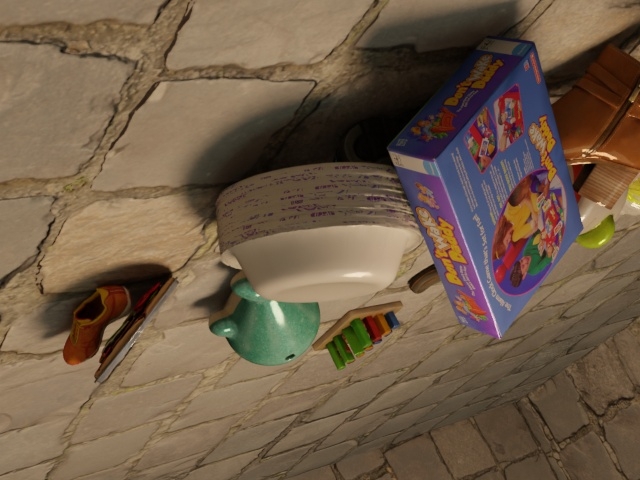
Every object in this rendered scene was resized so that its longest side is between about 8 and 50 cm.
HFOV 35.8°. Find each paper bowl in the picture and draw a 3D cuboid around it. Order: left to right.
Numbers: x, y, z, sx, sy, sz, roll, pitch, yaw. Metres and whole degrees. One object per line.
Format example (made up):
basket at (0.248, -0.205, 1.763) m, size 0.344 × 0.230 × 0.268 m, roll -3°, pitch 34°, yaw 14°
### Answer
paper bowl at (0.000, 0.000, 1.368) m, size 0.284 × 0.148 × 0.284 m, roll -4°, pitch 168°, yaw -1°

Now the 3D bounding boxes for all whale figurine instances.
whale figurine at (-0.082, 0.125, 1.686) m, size 0.216 × 0.141 × 0.272 m, roll -22°, pitch 158°, yaw -10°

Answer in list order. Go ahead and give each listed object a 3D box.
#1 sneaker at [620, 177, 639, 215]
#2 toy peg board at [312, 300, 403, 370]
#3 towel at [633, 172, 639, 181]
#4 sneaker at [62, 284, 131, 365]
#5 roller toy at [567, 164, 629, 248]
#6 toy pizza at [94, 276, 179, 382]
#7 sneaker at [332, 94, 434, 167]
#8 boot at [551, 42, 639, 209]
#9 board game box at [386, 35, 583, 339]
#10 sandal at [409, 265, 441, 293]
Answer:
sneaker at (0.671, -0.127, 2.047) m, size 0.091 × 0.126 × 0.240 m, roll 31°, pitch 161°, yaw -28°
toy peg board at (0.096, 0.217, 2.192) m, size 0.160 × 0.079 × 0.161 m, roll -7°, pitch 152°, yaw -41°
towel at (0.507, -0.069, 1.911) m, size 0.331 × 0.053 × 0.317 m, roll -31°, pitch 169°, yaw -48°
sneaker at (-0.354, 0.124, 1.496) m, size 0.067 × 0.064 × 0.175 m, roll 4°, pitch 133°, yaw -45°
roller toy at (0.402, -0.099, 1.664) m, size 0.146 × 0.209 × 0.191 m, roll -1°, pitch 109°, yaw -48°
toy pizza at (-0.287, 0.130, 1.506) m, size 0.201 × 0.032 × 0.201 m, roll -51°, pitch -174°, yaw 8°
sneaker at (0.139, -0.145, 1.414) m, size 0.267 × 0.101 × 0.106 m, roll -12°, pitch 169°, yaw -18°
boot at (0.384, -0.199, 1.496) m, size 0.220 × 0.283 × 0.109 m, roll -63°, pitch -176°, yaw 11°
board game box at (0.238, -0.067, 1.352) m, size 0.233 × 0.078 × 0.347 m, roll -48°, pitch 134°, yaw -24°
sandal at (0.284, 0.061, 2.071) m, size 0.219 × 0.060 × 0.090 m, roll -34°, pitch 158°, yaw 19°
